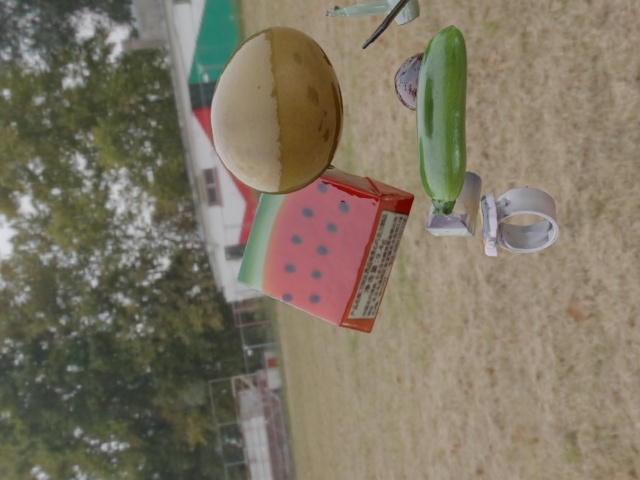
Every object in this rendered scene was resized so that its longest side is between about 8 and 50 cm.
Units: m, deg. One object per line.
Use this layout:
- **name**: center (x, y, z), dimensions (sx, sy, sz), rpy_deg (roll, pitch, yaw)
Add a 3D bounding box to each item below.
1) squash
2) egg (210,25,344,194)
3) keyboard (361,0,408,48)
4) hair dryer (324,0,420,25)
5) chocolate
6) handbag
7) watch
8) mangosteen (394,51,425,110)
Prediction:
- **squash**: center (0.253, -0.244, 1.508), dimensions (0.107, 0.107, 0.395), rpy_deg (-122, 30, -75)
- **egg**: center (-0.081, -0.245, 1.360), dimensions (0.250, 0.250, 0.323), rpy_deg (108, 163, -76)
- **keyboard**: center (0.198, -0.561, 1.631), dimensions (0.103, 0.041, 0.381), rpy_deg (-34, 24, 54)
- **hair dryer**: center (0.116, -0.621, 1.805), dimensions (0.075, 0.237, 0.206), rpy_deg (-121, 13, -80)
- **chocolate**: center (0.000, 0.000, 1.696), dimensions (0.161, 0.341, 0.360), rpy_deg (1, -72, -63)
- **handbag**: center (0.321, -0.096, 1.726), dimensions (0.095, 0.117, 0.173), rpy_deg (40, -122, -49)
- **watch**: center (0.602, -0.056, 2.192), dimensions (0.244, 0.231, 0.196), rpy_deg (70, -156, -50)
- **mangosteen**: center (0.281, -0.396, 1.853), dimensions (0.166, 0.180, 0.166), rpy_deg (-46, 23, 27)
